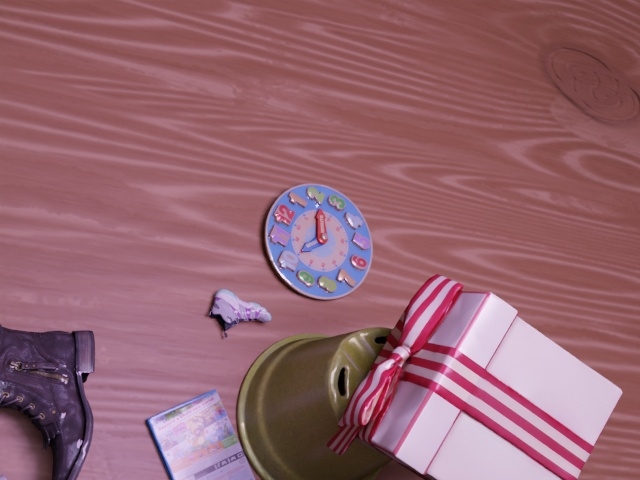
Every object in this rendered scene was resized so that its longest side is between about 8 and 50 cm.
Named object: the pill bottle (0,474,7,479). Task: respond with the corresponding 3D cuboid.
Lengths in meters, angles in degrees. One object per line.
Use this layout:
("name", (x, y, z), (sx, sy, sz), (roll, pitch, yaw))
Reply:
("pill bottle", (-0.505, 0.371, 1.247), (0.215, 0.117, 0.117), (-11, 77, -28))

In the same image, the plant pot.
("plant pot", (0.045, 0.246, 1.469), (0.276, 0.254, 0.276), (9, 68, -23))

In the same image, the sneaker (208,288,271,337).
("sneaker", (-0.132, 0.127, 1.558), (0.098, 0.038, 0.069), (24, 64, -5))

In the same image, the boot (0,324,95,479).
("boot", (-0.437, 0.221, 1.357), (0.229, 0.091, 0.263), (7, 58, -22))

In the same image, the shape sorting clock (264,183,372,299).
("shape sorting clock", (0.000, 0.000, 1.662), (0.206, 0.040, 0.206), (8, 69, -22))

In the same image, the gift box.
("gift box", (0.172, 0.214, 1.256), (0.258, 0.276, 0.255), (35, 74, -13))

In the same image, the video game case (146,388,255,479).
("video game case", (-0.178, 0.324, 1.476), (0.119, 0.015, 0.166), (-21, 81, -29))
